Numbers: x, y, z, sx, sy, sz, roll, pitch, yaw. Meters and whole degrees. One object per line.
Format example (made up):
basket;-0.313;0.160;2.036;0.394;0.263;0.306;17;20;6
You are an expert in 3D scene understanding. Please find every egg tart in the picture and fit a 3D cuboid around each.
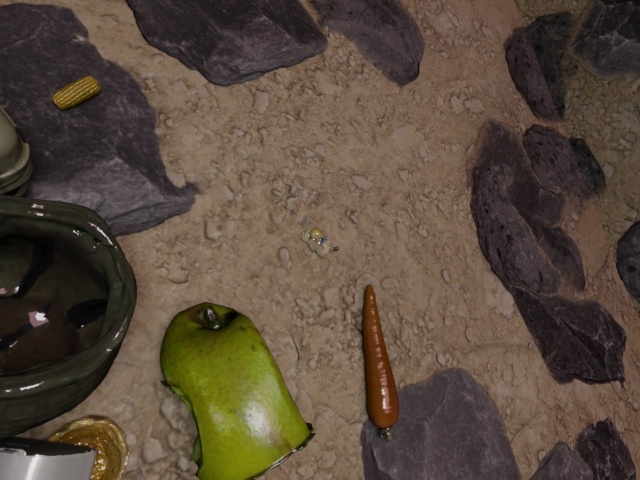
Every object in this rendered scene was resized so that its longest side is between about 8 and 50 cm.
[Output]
egg tart;-0.348;0.326;0.594;0.128;0.049;0.129;11;68;-30

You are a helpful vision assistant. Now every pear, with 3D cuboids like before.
pear;-0.155;0.222;0.632;0.163;0.238;0.256;-22;87;-28

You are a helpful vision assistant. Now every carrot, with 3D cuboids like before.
carrot;0.123;0.261;0.894;0.069;0.069;0.337;4;68;-30

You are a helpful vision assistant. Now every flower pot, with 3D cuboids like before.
flower pot;-0.403;0.089;0.505;0.301;0.213;0.302;28;39;-25

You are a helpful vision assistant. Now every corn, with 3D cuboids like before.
corn;-0.450;-0.273;0.746;0.037;0.037;0.092;48;59;-8

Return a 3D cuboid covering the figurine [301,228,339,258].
figurine;0.000;0.000;0.915;0.083;0.050;0.047;36;53;-16

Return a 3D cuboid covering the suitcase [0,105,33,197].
suitcase;-0.619;-0.144;0.503;0.351;0.194;0.339;-38;88;-34

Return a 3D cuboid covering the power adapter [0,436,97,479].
power adapter;-0.397;0.372;0.469;0.186;0.124;0.256;0;68;12
